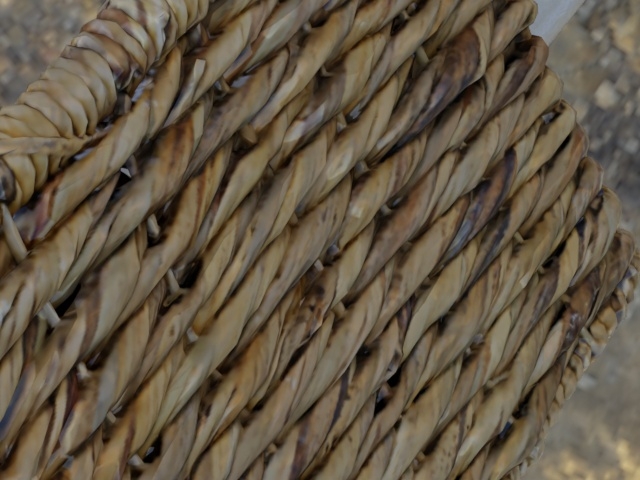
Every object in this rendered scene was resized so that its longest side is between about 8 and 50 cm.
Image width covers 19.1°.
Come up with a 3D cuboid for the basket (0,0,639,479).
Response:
[{"bbox_3d":[-0.071,0.013,0.568,0.213,0.299,0.223,1,131,38],"label":"basket"}]

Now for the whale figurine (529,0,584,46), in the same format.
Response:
[{"bbox_3d":[0.062,-0.156,0.776,0.141,0.272,0.216,31,165,-5],"label":"whale figurine"}]
